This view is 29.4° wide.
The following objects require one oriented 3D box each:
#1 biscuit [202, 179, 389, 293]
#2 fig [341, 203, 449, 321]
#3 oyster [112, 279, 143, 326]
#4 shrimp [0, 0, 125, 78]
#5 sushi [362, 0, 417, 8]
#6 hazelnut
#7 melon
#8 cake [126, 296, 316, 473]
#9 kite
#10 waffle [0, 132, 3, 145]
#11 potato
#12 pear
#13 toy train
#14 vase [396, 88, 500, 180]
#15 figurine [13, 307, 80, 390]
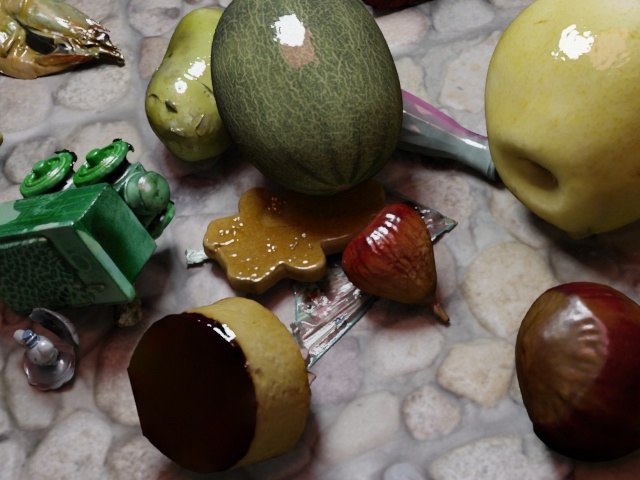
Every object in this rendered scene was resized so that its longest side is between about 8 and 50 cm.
[{"bbox_3d":[-0.028,-0.019,1.606,0.249,0.035,0.184,-30,49,-17],"label":"biscuit"},{"bbox_3d":[0.093,0.034,1.501,0.119,0.119,0.153,-22,62,-10],"label":"fig"},{"bbox_3d":[-0.242,0.071,1.565,0.038,0.080,0.083,12,84,-9],"label":"oyster"},{"bbox_3d":[-0.432,-0.319,1.923,0.267,0.061,0.145,17,84,5],"label":"shrimp"},{"bbox_3d":[0.148,-0.455,1.903,0.225,0.136,0.126,-18,57,-12],"label":"sushi"},{"bbox_3d":[0.301,0.146,1.365,0.170,0.160,0.202,-2,86,24],"label":"hazelnut"},{"bbox_3d":[-0.018,-0.198,1.579,0.237,0.237,0.302,-20,69,-8],"label":"melon"},{"bbox_3d":[-0.092,0.156,1.405,0.207,0.185,0.178,21,20,27],"label":"cake"},{"bbox_3d":[0.000,0.000,1.618,0.368,0.014,0.406,-8,49,3],"label":"kite"},{"bbox_3d":[-0.632,-0.163,1.777,0.324,0.151,0.261,27,64,32],"label":"waffle"},{"bbox_3d":[-0.171,-0.222,1.737,0.143,0.169,0.248,13,57,-7],"label":"potato"},{"bbox_3d":[0.347,-0.167,1.522,0.309,0.309,0.309,-5,49,6],"label":"pear"},{"bbox_3d":[-0.312,-0.019,1.567,0.266,0.145,0.202,-8,38,38],"label":"toy train"},{"bbox_3d":[0.156,-0.146,1.677,0.214,0.086,0.086,24,58,22],"label":"vase"},{"bbox_3d":[-0.343,0.129,1.517,0.094,0.086,0.082,23,59,26],"label":"figurine"}]
